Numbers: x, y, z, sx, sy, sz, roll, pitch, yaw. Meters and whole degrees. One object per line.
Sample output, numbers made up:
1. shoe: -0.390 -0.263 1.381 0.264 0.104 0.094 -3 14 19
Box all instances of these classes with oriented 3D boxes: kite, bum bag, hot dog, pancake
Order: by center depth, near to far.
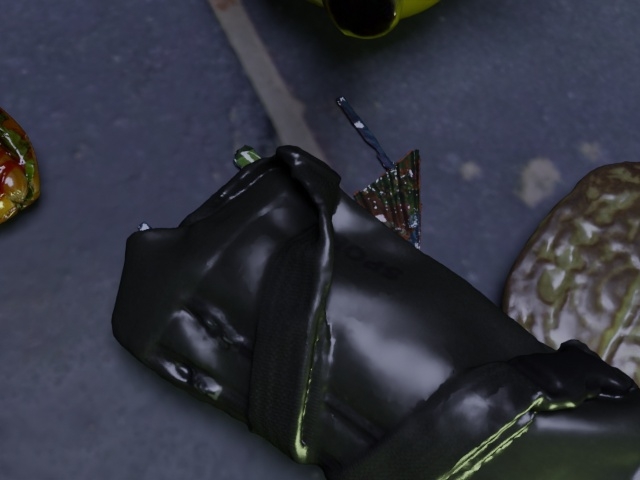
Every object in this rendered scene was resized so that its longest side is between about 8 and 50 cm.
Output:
1. bum bag: 0.043 0.064 0.414 0.326 0.079 0.142 31 87 9
2. pancake: 0.220 0.067 0.472 0.250 0.031 0.250 2 65 -5
3. hot dog: -0.218 -0.068 0.479 0.062 0.038 0.144 -40 75 -21
4. kite: 0.000 0.000 0.489 0.183 0.010 0.160 -35 73 -19

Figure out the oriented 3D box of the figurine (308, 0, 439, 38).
1. figurine: 0.013 -0.256 0.520 0.218 0.169 0.326 -34 73 -15
